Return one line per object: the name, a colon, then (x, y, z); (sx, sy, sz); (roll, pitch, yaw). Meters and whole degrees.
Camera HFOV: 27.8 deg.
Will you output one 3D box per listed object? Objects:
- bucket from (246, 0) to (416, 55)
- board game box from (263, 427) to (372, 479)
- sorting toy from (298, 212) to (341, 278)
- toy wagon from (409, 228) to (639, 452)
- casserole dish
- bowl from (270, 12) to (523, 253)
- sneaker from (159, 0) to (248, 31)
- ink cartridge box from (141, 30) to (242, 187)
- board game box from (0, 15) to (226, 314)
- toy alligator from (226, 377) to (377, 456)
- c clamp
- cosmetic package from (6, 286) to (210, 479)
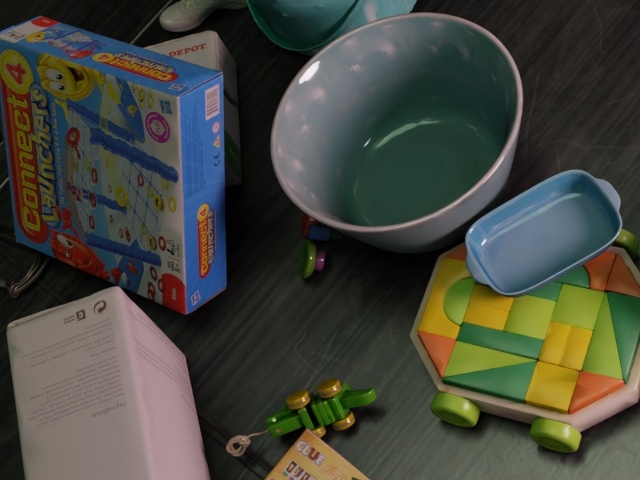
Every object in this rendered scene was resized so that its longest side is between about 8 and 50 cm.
bucket: (0.003, -0.399, 1.778); (0.281, 0.183, 0.281); (-9, 59, 16)
board game box: (0.025, 0.345, 1.426); (0.243, 0.042, 0.165); (37, 80, 27)
sorting toy: (0.000, 0.000, 1.641); (0.042, 0.061, 0.102); (8, 68, -14)
toy wagon: (0.282, 0.102, 1.466); (0.344, 0.068, 0.267); (12, 67, 25)
casserole dish: (0.255, -0.003, 1.472); (0.188, 0.037, 0.114); (-30, 57, 2)
bowl: (0.109, -0.107, 1.584); (0.311, 0.163, 0.311); (-10, 57, 16)
sneaker: (-0.171, -0.356, 1.890); (0.152, 0.061, 0.053); (-22, 59, 9)
ink cartridge box: (-0.193, -0.169, 1.776); (0.153, 0.087, 0.208); (-12, 60, 14)
board game box: (-0.263, -0.097, 1.636); (0.302, 0.308, 0.086); (20, 36, 28)
toy alligator: (-0.023, 0.205, 1.532); (0.190, 0.056, 0.051); (-22, 15, 9)
c clamp: (-0.453, 0.037, 1.799); (0.161, 0.022, 0.137); (12, 62, 27)
cosmetic package: (-0.224, 0.275, 1.467); (0.156, 0.217, 0.385); (-20, 55, 8)
